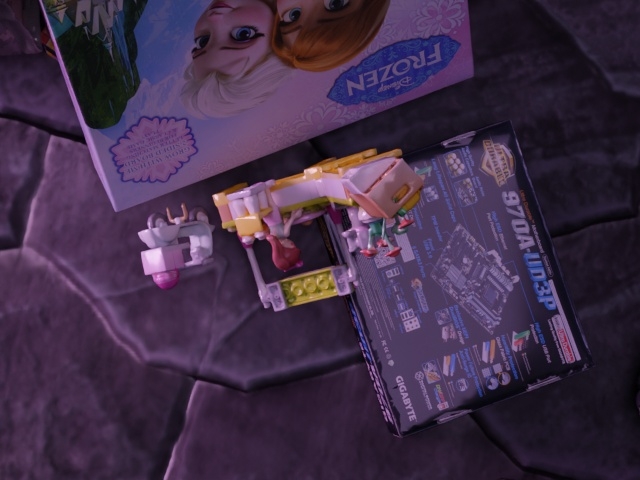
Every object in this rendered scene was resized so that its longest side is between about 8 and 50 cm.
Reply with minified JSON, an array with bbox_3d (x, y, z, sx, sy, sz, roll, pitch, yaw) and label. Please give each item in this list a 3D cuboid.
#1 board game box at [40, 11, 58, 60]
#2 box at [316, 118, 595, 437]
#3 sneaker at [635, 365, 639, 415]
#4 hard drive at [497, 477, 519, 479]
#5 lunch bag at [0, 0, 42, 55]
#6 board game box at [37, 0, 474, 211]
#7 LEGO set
[{"bbox_3d":[-0.208,-0.244,1.201,0.141,0.048,0.170,33,83,-7],"label":"board game box"},{"bbox_3d":[0.106,0.031,1.231,0.175,0.051,0.220,-20,90,-8],"label":"box"},{"bbox_3d":[0.361,0.051,1.258,0.110,0.107,0.275,28,88,-25],"label":"sneaker"},{"bbox_3d":[0.208,0.253,1.250,0.135,0.022,0.094,8,86,-8],"label":"hard drive"},{"bbox_3d":[-0.338,-0.277,1.098,0.235,0.169,0.287,-6,77,9],"label":"lunch bag"},{"bbox_3d":[-0.050,-0.200,1.108,0.319,0.318,0.066,-22,48,-8],"label":"board game box"},{"bbox_3d":[0.000,0.000,1.127,0.132,0.287,0.107,-24,99,-44],"label":"LEGO set"}]
